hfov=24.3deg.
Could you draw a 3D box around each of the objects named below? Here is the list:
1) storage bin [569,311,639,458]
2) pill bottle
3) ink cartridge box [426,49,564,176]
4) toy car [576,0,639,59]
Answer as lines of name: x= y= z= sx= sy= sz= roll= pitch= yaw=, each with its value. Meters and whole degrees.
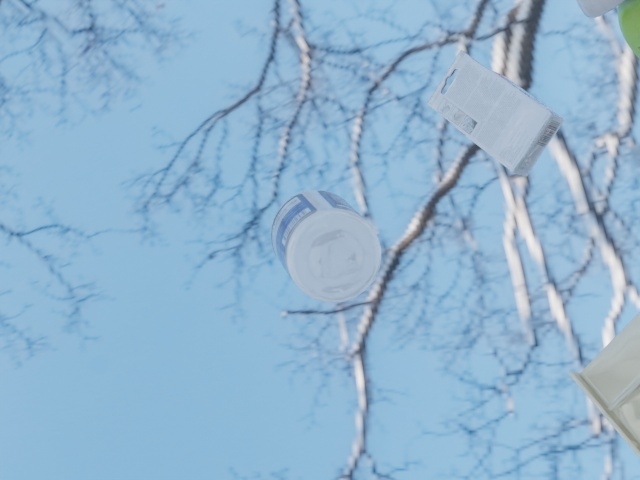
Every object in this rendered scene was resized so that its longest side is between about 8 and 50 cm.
storage bin: x=0.375 y=0.196 z=1.234 sx=0.123 sy=0.260 sz=0.262 roll=-45 pitch=-57 yaw=7
pill bottle: x=0.000 y=0.000 z=1.070 sx=0.067 sy=0.120 sz=0.067 roll=-2 pitch=-78 yaw=-10
ink cartridge box: x=0.155 y=-0.115 z=1.327 sx=0.029 sy=0.115 sz=0.063 roll=12 pitch=-65 yaw=-54
toy car: x=0.236 y=-0.144 z=0.776 sx=0.159 sy=0.182 sz=0.136 roll=42 pitch=-113 yaw=-9
